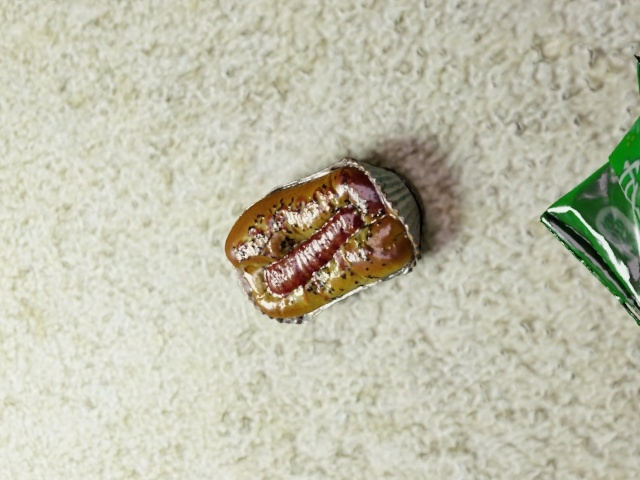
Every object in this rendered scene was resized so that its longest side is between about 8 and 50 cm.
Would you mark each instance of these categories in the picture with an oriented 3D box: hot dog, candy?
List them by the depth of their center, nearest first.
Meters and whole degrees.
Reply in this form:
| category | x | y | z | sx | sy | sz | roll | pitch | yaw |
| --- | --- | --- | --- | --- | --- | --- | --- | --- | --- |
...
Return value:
| category | x | y | z | sx | sy | sz | roll | pitch | yaw |
| --- | --- | --- | --- | --- | --- | --- | --- | --- | --- |
| candy | 0.237 | -0.021 | 1.335 | 0.141 | 0.078 | 0.203 | 57 | 145 | 24 |
| hot dog | 0.000 | 0.000 | 1.561 | 0.191 | 0.059 | 0.108 | -27 | 92 | 41 |
